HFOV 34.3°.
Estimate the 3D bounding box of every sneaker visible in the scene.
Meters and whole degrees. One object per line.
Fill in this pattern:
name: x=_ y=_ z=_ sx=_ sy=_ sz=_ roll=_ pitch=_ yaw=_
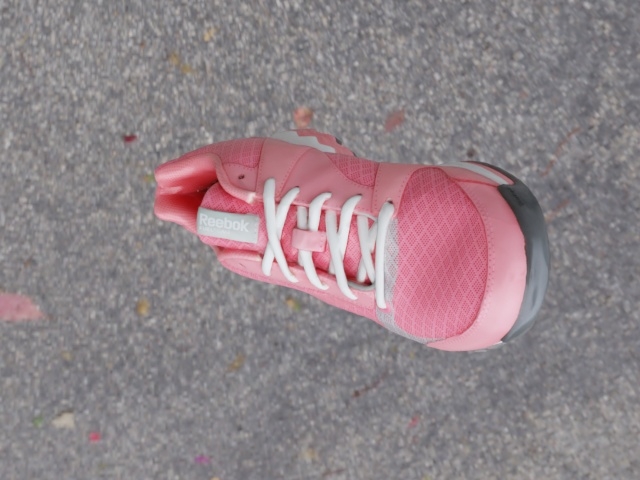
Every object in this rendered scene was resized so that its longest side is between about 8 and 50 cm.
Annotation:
sneaker: x=0.000 y=0.001 z=0.630 sx=0.136 sy=0.314 sz=0.116 roll=-3 pitch=103 yaw=-34
